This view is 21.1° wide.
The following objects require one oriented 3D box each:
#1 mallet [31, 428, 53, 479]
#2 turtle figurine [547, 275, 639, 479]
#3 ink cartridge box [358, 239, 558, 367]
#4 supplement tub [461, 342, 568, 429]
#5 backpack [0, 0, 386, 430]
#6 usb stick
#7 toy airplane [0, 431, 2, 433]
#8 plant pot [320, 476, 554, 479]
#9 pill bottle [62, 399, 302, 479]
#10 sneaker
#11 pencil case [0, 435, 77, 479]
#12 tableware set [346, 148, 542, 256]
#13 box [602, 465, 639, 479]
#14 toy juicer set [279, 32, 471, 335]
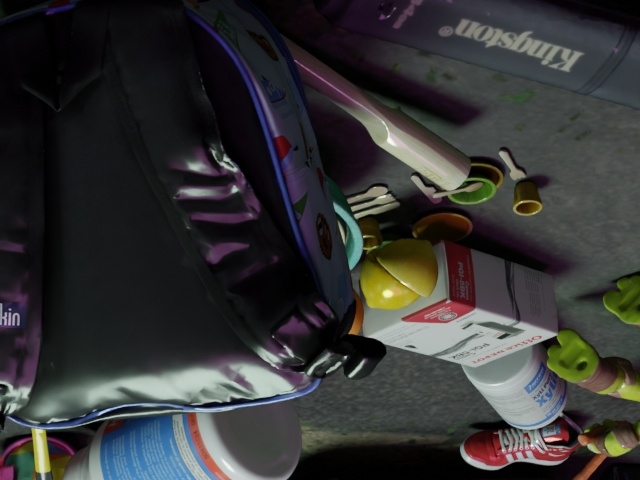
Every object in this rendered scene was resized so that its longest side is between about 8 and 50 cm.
[{"bbox_3d":[-0.264,0.204,1.578,0.062,0.039,0.190,4,116,-5],"label":"mallet"},{"bbox_3d":[0.292,0.133,1.503,0.269,0.087,0.217,-35,134,22],"label":"turtle figurine"},{"bbox_3d":[0.114,0.054,1.402,0.135,0.056,0.099,17,148,-39],"label":"ink cartridge box"},{"bbox_3d":[0.172,0.117,1.518,0.071,0.071,0.107,-15,148,19],"label":"supplement tub"},{"bbox_3d":[-0.109,-0.034,1.079,0.276,0.213,0.263,-9,110,10],"label":"backpack"},{"bbox_3d":[0.130,-0.137,1.111,0.278,0.045,0.077,13,147,-24],"label":"usb stick"},{"bbox_3d":[-0.363,0.168,1.599,0.151,0.028,0.151,-3,148,-2],"label":"toy airplane"},{"bbox_3d":[0.133,0.370,1.761,0.280,0.323,0.323,-16,151,-12],"label":"plant pot"},{"bbox_3d":[-0.134,0.199,1.578,0.221,0.124,0.124,-28,141,35],"label":"pill bottle"},{"bbox_3d":[0.199,0.194,1.677,0.118,0.042,0.067,0,154,-20],"label":"sneaker"},{"bbox_3d":[-0.270,0.283,1.737,0.104,0.104,0.236,-2,148,-1],"label":"pencil case"},{"bbox_3d":[0.095,-0.018,1.329,0.154,0.024,0.104,-17,147,21],"label":"tableware set"},{"bbox_3d":[0.422,0.341,1.844,0.270,0.143,0.165,4,148,-10],"label":"box"},{"bbox_3d":[0.000,0.000,1.264,0.209,0.089,0.329,18,143,-13],"label":"toy juicer set"}]
